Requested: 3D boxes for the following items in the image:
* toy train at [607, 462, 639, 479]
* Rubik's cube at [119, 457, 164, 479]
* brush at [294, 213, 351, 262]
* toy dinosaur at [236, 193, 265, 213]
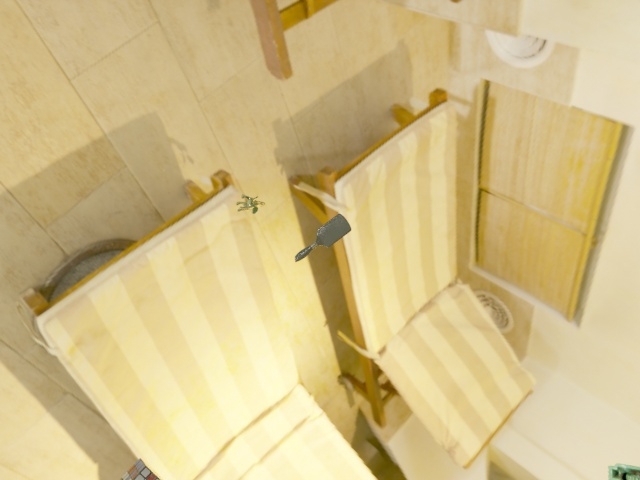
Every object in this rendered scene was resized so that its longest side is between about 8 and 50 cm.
[{"bbox_3d":[0.735,0.523,1.122,0.178,0.330,0.139,19,72,-39],"label":"toy train"},{"bbox_3d":[-0.475,0.653,1.548,0.092,0.092,0.092,-45,104,-22],"label":"Rubik's cube"},{"bbox_3d":[0.000,0.000,1.671,0.193,0.063,0.016,-36,171,6],"label":"brush"},{"bbox_3d":[-0.149,-0.084,1.292,0.060,0.119,0.029,0,73,-24],"label":"toy dinosaur"}]
